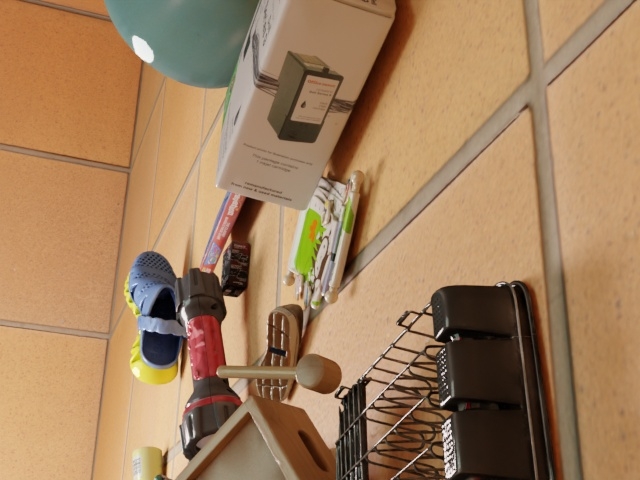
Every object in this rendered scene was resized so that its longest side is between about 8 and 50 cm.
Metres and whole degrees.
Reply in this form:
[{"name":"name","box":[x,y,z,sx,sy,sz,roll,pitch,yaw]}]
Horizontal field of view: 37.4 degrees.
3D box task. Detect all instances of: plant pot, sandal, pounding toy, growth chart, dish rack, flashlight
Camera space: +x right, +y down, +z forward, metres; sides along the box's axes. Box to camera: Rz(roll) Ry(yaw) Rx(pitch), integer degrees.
[{"name":"plant pot","box":[-0.136,-0.404,1.369,0.235,0.293,0.293,-29,52,49]},{"name":"sandal","box":[-0.326,0.135,1.943,0.138,0.126,0.317,-61,33,38]},{"name":"pounding toy","box":[-0.036,0.198,0.913,0.206,0.094,0.181,-49,48,14]},{"name":"growth chart","box":[0.000,0.000,1.128,0.237,0.021,0.172,-162,83,-75]},{"name":"dish rack","box":[0.075,0.170,0.721,0.271,0.074,0.208,122,154,-54]},{"name":"flashlight","box":[-0.167,0.174,1.387,0.103,0.103,0.304,-38,45,26]}]

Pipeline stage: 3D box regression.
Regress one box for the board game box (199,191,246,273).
[{"name":"board game box","box":[-0.141,-0.070,1.549,0.281,0.027,0.145,120,169,-48]}]

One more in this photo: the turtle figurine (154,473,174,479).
[{"name":"turtle figurine","box":[-0.190,0.414,1.344,0.234,0.118,0.175,-38,59,43]}]

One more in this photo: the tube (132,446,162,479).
[{"name":"tube","box":[-0.336,0.528,1.854,0.070,0.062,0.240,49,-153,-52]}]

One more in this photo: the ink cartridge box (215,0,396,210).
[{"name":"ink cartridge box","box":[-0.023,-0.216,1.118,0.211,0.121,0.289,-90,20,-47]}]

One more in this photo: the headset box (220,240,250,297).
[{"name":"headset box","box":[-0.138,0.043,1.519,0.062,0.032,0.083,135,142,-62]}]

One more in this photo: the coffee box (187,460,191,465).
[{"name":"coffee box","box":[-0.191,0.402,1.475,0.113,0.040,0.184,-120,43,-64]}]

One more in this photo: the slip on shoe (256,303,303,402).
[{"name":"slip on shoe","box":[-0.047,0.140,1.173,0.041,0.051,0.135,-28,-51,-55]}]
